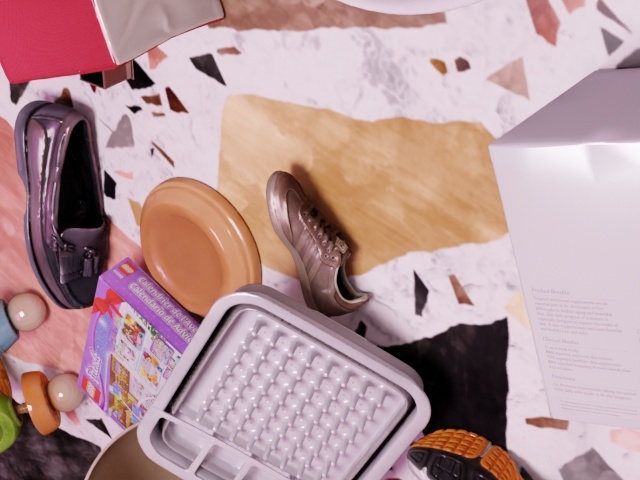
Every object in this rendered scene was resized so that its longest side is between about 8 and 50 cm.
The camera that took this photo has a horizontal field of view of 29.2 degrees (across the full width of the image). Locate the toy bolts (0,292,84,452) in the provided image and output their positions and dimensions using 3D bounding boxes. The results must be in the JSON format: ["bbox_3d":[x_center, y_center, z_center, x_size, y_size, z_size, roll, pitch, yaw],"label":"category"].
[{"bbox_3d":[-0.473,0.176,1.913,0.218,0.158,0.228,-119,7,-62],"label":"toy bolts"}]

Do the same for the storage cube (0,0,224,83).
[{"bbox_3d":[-0.256,-0.298,1.363,0.193,0.184,0.215,0,114,40],"label":"storage cube"}]

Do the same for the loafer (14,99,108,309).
[{"bbox_3d":[-0.337,-0.038,1.651,0.095,0.109,0.302,9,117,33],"label":"loafer"}]

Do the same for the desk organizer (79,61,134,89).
[{"bbox_3d":[-0.298,-0.233,1.535,0.130,0.050,0.047,23,128,30],"label":"desk organizer"}]

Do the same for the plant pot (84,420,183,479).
[{"bbox_3d":[-0.194,0.390,1.626,0.284,0.284,0.191,49,149,7],"label":"plant pot"}]

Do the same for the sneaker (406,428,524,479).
[{"bbox_3d":[0.207,0.317,1.395,0.262,0.099,0.121,27,134,28],"label":"sneaker"}]

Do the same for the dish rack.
[{"bbox_3d":[-0.044,0.205,1.491,0.285,0.072,0.333,30,128,-4],"label":"dish rack"}]

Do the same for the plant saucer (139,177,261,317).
[{"bbox_3d":[-0.163,0.017,1.578,0.200,0.037,0.200,21,128,30],"label":"plant saucer"}]

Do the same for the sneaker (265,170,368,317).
[{"bbox_3d":[0.000,0.000,1.419,0.071,0.066,0.188,-11,113,27],"label":"sneaker"}]

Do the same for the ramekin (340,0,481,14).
[{"bbox_3d":[0.079,-0.333,0.998,0.277,0.135,0.277,-2,138,-2],"label":"ramekin"}]

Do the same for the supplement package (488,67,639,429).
[{"bbox_3d":[0.301,0.002,1.046,0.199,0.198,0.262,2,116,41],"label":"supplement package"}]

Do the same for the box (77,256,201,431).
[{"bbox_3d":[-0.237,0.181,1.700,0.201,0.057,0.293,41,143,14],"label":"box"}]
